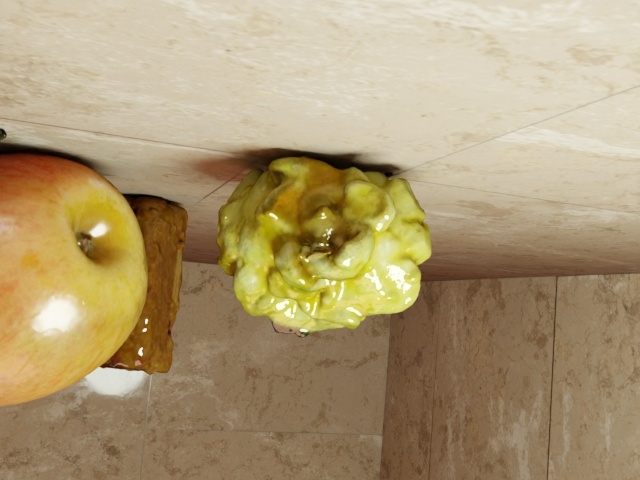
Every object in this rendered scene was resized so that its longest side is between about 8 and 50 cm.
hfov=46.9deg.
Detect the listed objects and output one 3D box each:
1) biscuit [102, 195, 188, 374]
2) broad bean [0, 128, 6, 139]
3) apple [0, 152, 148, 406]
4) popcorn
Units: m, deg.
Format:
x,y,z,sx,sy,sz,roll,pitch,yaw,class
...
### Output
x,y,z,sx,sy,sz,roll,pitch,yaw,class
-0.463,0.073,1.398,0.394,0.343,0.166,1,169,10,biscuit
-0.428,-0.122,0.817,0.070,0.048,0.213,-42,165,16,broad bean
-0.423,0.052,1.038,0.363,0.364,0.364,5,174,0,apple
0.000,0.000,0.959,0.286,0.215,0.252,2,142,15,popcorn
